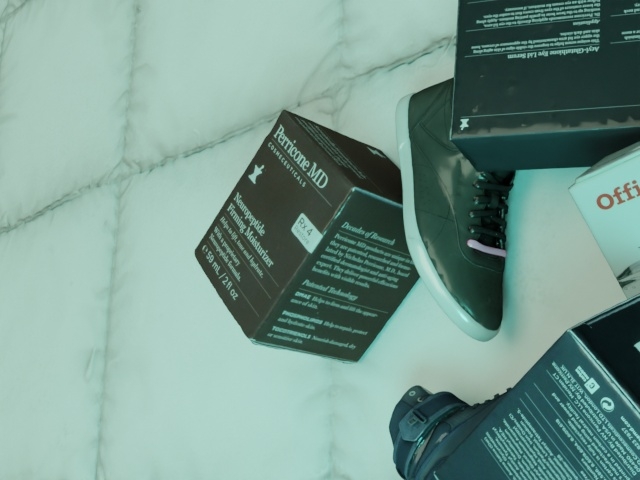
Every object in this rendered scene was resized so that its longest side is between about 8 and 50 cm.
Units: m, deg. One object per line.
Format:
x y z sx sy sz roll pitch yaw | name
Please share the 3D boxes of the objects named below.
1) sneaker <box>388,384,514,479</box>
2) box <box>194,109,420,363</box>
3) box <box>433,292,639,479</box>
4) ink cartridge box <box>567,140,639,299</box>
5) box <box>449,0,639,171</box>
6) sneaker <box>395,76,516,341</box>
0.162 0.157 0.937 0.226 0.086 0.163 -44 24 -1 | sneaker
0.000 0.000 1.101 0.203 0.167 0.168 -56 44 17 | box
0.205 0.140 0.726 0.108 0.153 0.207 54 137 23 | box
0.310 0.008 0.754 0.153 0.087 0.208 -26 94 39 | ink cartridge box
0.255 -0.165 0.871 0.261 0.103 0.184 -1 73 24 | box
0.165 -0.055 0.990 0.147 0.104 0.296 -31 54 38 | sneaker
